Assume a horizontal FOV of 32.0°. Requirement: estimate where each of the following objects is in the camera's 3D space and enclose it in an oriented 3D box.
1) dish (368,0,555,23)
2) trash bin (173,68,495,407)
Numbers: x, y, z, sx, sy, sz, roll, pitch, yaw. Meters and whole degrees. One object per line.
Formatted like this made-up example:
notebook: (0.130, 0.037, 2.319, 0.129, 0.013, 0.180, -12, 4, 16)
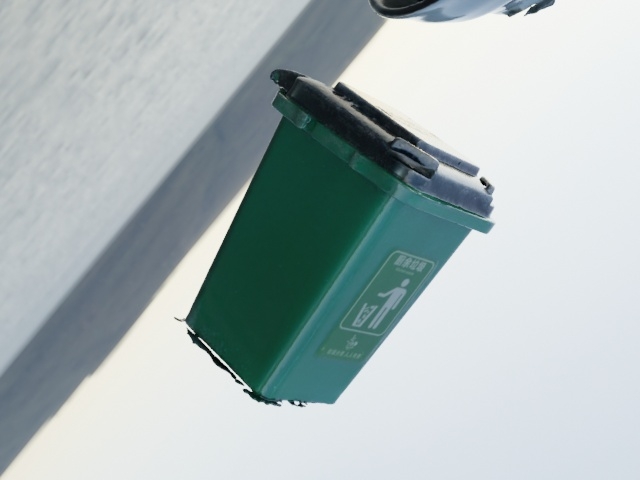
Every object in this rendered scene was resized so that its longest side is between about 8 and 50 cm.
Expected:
dish: (0.181, -0.294, 0.990, 0.316, 0.106, 0.316, -42, -155, 26)
trash bin: (0.000, 0.000, 1.439, 0.259, 0.295, 0.381, 18, 109, -54)
